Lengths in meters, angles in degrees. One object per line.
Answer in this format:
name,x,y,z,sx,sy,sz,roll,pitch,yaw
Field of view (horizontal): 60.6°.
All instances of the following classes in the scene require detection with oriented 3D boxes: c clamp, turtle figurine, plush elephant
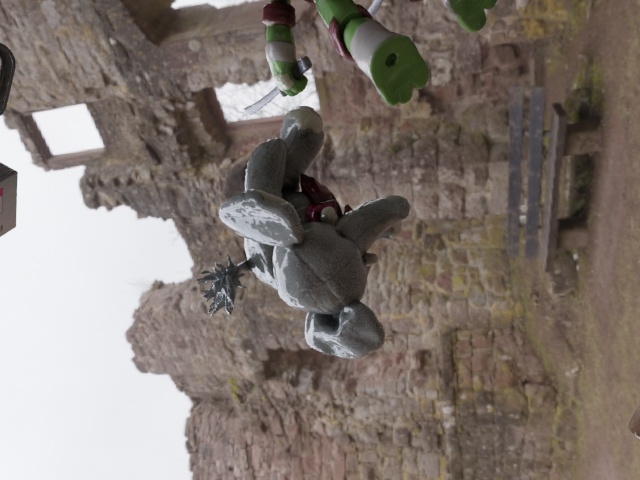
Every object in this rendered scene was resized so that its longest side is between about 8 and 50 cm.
c clamp,-0.621,-0.290,0.983,0.161,0.137,0.022,-63,-1,12
turtle figurine,0.042,-0.229,0.561,0.266,0.197,0.275,47,152,39
plush elephant,0.000,0.000,0.730,0.330,0.255,0.272,-44,-63,-17

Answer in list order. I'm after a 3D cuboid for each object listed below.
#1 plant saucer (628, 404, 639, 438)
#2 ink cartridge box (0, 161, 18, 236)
plant saucer,0.431,0.176,0.575,0.198,0.198,0.036,17,-116,-74
ink cartridge box,-0.586,0.030,0.827,0.239,0.060,0.275,-63,-4,39
